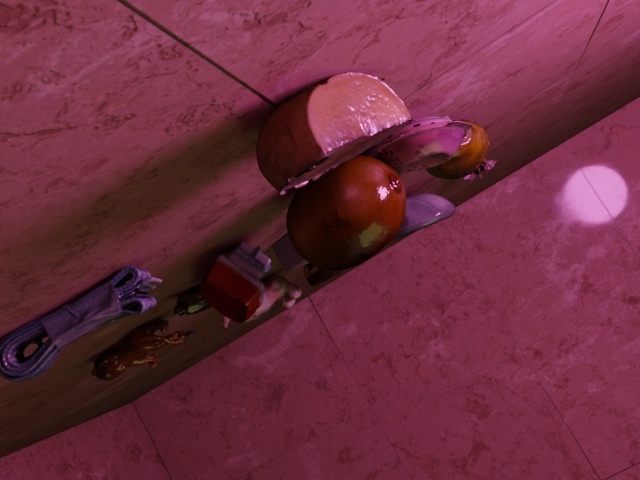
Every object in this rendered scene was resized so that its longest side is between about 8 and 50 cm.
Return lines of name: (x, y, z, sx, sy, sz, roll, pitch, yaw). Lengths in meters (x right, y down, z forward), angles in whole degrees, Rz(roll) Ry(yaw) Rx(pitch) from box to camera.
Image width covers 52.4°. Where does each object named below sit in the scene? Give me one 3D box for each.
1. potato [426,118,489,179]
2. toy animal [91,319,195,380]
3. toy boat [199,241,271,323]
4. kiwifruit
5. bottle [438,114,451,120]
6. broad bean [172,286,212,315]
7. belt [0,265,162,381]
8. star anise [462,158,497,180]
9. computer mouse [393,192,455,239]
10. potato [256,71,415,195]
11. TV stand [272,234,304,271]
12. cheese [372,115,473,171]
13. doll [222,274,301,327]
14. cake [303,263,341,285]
potato: (0.298, -0.198, 1.436, 0.149, 0.113, 0.251, -34, 171, 19)
toy animal: (-0.494, 0.296, 1.747, 0.312, 0.097, 0.157, -37, 163, 32)
toy boat: (-0.186, 0.093, 1.473, 0.133, 0.145, 0.332, -57, -179, -18)
kiwifruit: (0.052, -0.054, 1.192, 0.234, 0.196, 0.196, -33, 172, 39)
bottle: (0.224, -0.225, 1.303, 0.083, 0.030, 0.030, -27, 171, -22)
broad bean: (-0.278, 0.144, 1.675, 0.077, 0.061, 0.339, -25, 173, 21)
belt: (-0.409, 0.142, 1.112, 0.302, 0.087, 0.072, -30, 168, 0)
star anise: (0.530, -0.233, 2.237, 0.129, 0.056, 0.124, -24, 171, -36)
computer mouse: (0.256, -0.066, 2.072, 0.188, 0.122, 0.371, -17, 172, -47)
potato: (0.000, -0.137, 0.829, 0.138, 0.098, 0.243, -32, 179, 39)
TV stand: (0.000, 0.000, 1.713, 0.088, 0.083, 0.269, -34, 172, 37)
cheese: (0.159, -0.167, 1.242, 0.189, 0.074, 0.286, 0, 164, -45)
doll: (-0.202, 0.190, 2.089, 0.275, 0.113, 0.155, -19, 159, -24)
cake: (-0.014, 0.067, 1.966, 0.135, 0.112, 0.246, -29, 172, 10)
